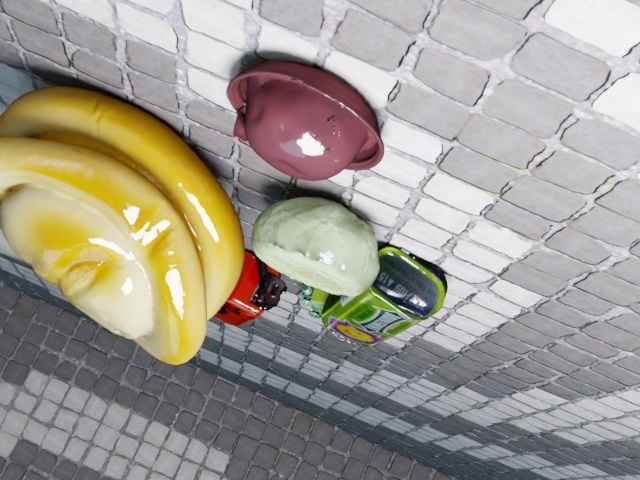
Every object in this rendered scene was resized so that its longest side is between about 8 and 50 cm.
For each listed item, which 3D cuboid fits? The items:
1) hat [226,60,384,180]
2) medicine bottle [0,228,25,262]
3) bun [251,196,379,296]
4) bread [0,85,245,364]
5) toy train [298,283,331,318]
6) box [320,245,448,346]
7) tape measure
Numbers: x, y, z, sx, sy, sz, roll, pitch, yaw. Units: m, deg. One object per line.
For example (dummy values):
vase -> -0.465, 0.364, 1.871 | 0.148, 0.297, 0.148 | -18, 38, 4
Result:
hat -> -0.024, -0.123, 1.007 | 0.205, 0.089, 0.205 | 21, 163, 7
medicine bottle -> -0.664, -0.028, 1.960 | 0.258, 0.143, 0.143 | 17, 161, 15
bun -> 0.000, 0.000, 1.278 | 0.195, 0.118, 0.195 | 25, 167, 6
bread -> -0.321, -0.013, 1.280 | 0.424, 0.245, 0.329 | 45, 136, -15
toy train -> 0.005, 0.121, 1.727 | 0.081, 0.050, 0.122 | 7, 155, 23
box -> 0.098, 0.107, 1.488 | 0.134, 0.097, 0.345 | 26, 162, -5
tape measure -> -0.214, 0.068, 1.736 | 0.260, 0.114, 0.253 | 30, 161, -9
